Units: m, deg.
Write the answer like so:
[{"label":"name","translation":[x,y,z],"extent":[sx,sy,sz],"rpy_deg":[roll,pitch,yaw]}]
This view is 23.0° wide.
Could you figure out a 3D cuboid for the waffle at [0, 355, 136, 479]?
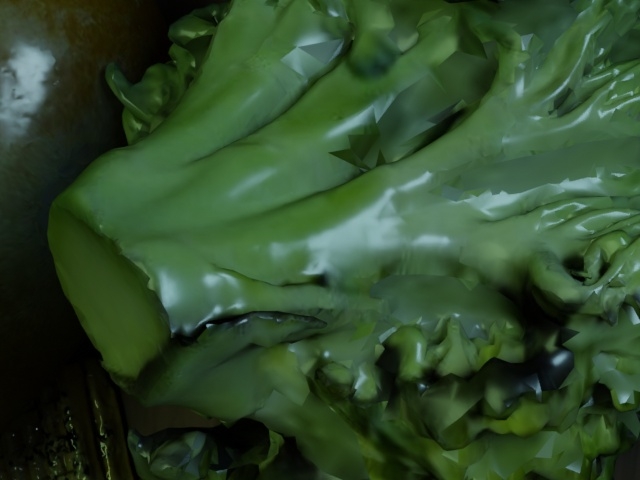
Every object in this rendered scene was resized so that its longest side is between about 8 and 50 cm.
[{"label":"waffle","translation":[-0.183,0.138,1.002],"extent":[0.148,0.042,0.102],"rpy_deg":[-21,78,40]}]

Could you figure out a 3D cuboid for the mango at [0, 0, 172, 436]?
[{"label":"mango","translation":[-0.213,-0.003,0.898],"extent":[0.199,0.221,0.384],"rpy_deg":[34,109,47]}]

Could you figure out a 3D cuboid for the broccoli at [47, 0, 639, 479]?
[{"label":"broccoli","translation":[0.020,-0.007,0.703],"extent":[0.334,0.272,0.324],"rpy_deg":[61,167,14]}]
